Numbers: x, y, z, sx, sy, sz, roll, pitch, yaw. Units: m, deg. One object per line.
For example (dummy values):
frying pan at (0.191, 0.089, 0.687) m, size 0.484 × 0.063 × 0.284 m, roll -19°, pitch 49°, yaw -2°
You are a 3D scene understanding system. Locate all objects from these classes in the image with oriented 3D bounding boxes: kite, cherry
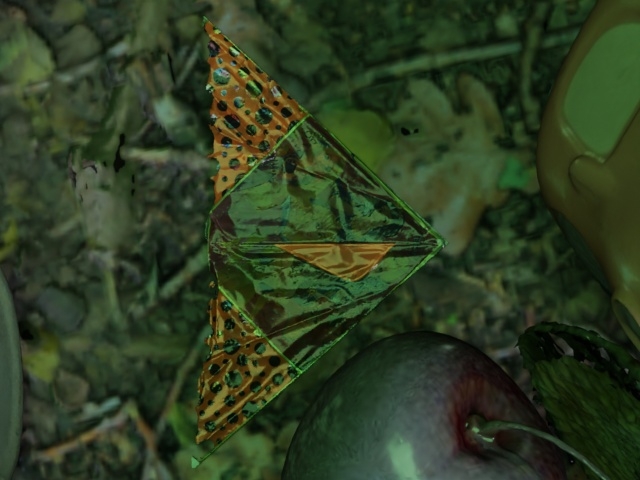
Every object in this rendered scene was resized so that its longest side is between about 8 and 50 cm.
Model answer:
kite at (0.000, 0.000, 0.922) m, size 0.125 × 0.008 × 0.222 m, roll 0°, pitch 88°, yaw 8°
cherry at (0.059, 0.135, 0.848) m, size 0.148 × 0.115 × 0.188 m, roll -38°, pitch 82°, yaw 1°

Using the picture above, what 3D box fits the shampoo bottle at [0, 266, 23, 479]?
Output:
shampoo bottle at (-0.267, 0.071, 0.923) m, size 0.234 × 0.087 × 0.118 m, roll -5°, pitch 86°, yaw 10°

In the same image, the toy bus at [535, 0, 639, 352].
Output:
toy bus at (0.210, -0.060, 0.785) m, size 0.232 × 0.194 × 0.288 m, roll 36°, pitch 92°, yaw 44°

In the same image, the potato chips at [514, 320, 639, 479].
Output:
potato chips at (0.161, 0.122, 0.795) m, size 0.029 × 0.202 × 0.220 m, roll -38°, pitch 102°, yaw -12°
